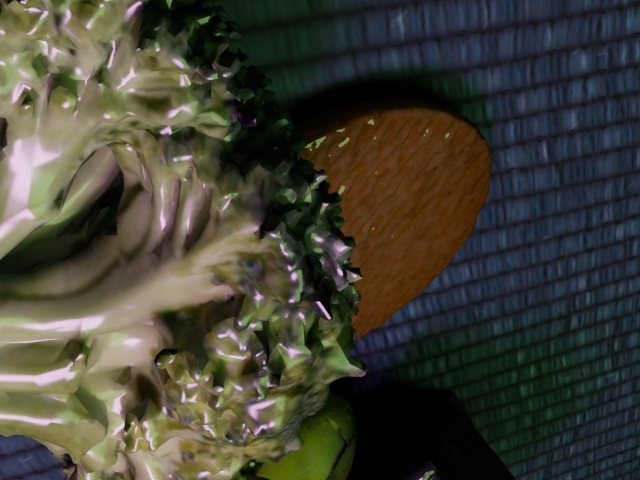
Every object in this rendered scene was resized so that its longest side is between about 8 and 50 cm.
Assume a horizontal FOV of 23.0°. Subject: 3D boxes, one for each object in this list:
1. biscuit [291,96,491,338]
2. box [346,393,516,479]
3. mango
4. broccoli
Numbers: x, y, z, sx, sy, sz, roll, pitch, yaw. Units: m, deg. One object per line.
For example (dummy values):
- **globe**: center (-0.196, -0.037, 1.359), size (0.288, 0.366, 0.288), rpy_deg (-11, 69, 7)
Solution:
- **biscuit**: center (0.000, 0.000, 1.064), size (0.262, 0.037, 0.262), rpy_deg (-24, 148, -16)
- **box**: center (0.032, 0.329, 1.301), size (0.345, 0.204, 0.251), rpy_deg (-40, 179, 10)
- **mango**: center (-0.063, 0.203, 1.220), size (0.233, 0.111, 0.125), rpy_deg (-36, -177, -16)
- **broccoli**: center (-0.172, 0.050, 0.808), size (0.397, 0.275, 0.353), rpy_deg (-35, 117, 2)
